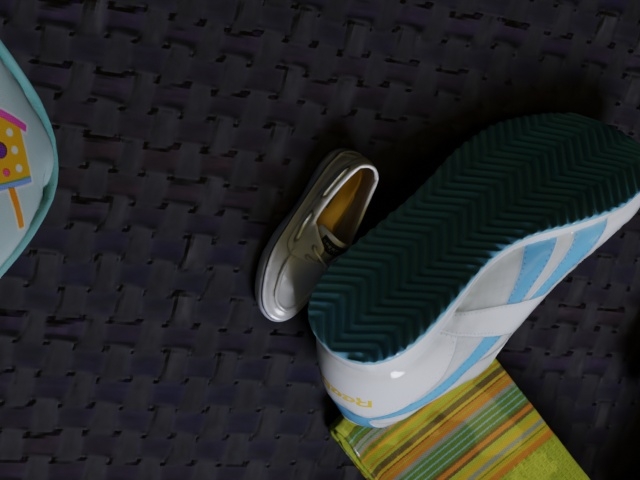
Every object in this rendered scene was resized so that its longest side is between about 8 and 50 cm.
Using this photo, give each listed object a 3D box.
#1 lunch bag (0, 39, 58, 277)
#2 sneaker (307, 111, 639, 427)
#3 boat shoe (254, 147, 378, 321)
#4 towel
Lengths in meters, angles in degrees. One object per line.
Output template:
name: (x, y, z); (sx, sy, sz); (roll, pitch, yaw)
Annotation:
lunch bag: (-0.237, -0.020, 0.476); (0.224, 0.108, 0.279); (53, 48, -27)
sneaker: (0.088, 0.011, 0.724); (0.229, 0.087, 0.092); (-33, 147, -21)
boat shoe: (0.000, 0.000, 0.696); (0.035, 0.035, 0.100); (30, 92, -31)
towel: (0.116, 0.165, 0.756); (0.102, 0.021, 0.237); (-39, 91, -9)
